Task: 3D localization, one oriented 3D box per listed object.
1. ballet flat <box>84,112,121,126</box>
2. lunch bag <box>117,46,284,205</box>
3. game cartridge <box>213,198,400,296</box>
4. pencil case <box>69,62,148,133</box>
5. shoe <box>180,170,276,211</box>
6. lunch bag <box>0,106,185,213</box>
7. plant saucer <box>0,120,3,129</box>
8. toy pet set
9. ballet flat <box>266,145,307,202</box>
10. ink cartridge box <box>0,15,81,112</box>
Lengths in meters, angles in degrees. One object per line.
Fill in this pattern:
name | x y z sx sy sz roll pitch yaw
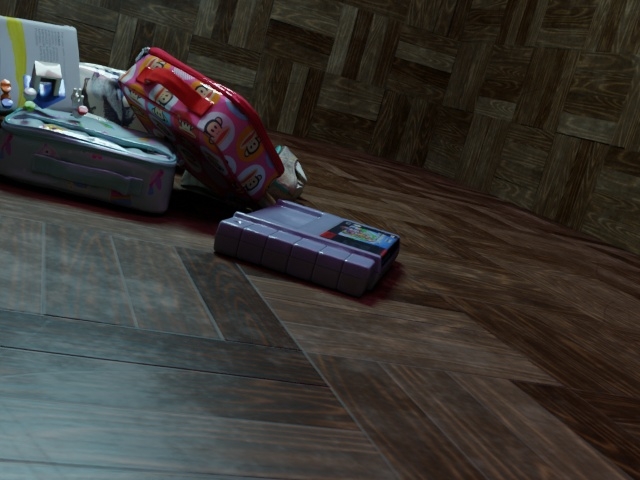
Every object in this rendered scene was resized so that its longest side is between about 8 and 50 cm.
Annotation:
ballet flat | -0.491 -0.225 1.552 0.213 0.068 0.072 0 52 -11
lunch bag | -0.214 -0.204 1.346 0.293 0.120 0.258 34 -15 31
game cartridge | 0.000 0.000 1.230 0.230 0.068 0.355 13 10 10
pencil case | -0.448 -0.298 1.662 0.410 0.184 0.160 11 9 -19
shoe | -0.172 -0.088 1.463 0.219 0.058 0.076 26 -18 28
lunch bag | -0.358 -0.131 1.242 0.279 0.108 0.224 12 10 -13
plant saucer | -0.558 -0.184 1.429 0.199 0.037 0.200 15 10 -3
toy pet set | -0.428 -0.215 1.197 0.122 0.065 0.114 2 50 -29
ballet flat | -0.086 -0.138 1.759 0.106 0.108 0.316 35 14 -6
ink cartridge box | -0.625 -0.285 1.295 0.279 0.161 0.384 2 9 22
